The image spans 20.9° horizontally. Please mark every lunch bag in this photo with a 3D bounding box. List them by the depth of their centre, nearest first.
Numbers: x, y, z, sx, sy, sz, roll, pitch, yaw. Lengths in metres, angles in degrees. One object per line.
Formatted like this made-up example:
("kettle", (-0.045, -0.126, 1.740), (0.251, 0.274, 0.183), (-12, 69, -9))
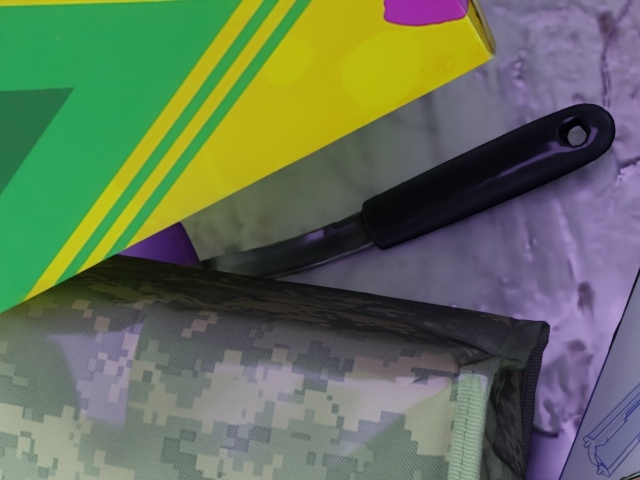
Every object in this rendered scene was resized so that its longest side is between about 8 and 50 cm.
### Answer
("lunch bag", (-0.040, 0.162, 0.719), (0.235, 0.169, 0.287), (8, 96, 15))

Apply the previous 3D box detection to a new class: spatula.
("spatula", (0.000, 0.000, 0.826), (0.296, 0.030, 0.084), (-22, 71, 6))

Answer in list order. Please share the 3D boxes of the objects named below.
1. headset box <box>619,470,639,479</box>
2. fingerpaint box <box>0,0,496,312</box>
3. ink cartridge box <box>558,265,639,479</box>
("headset box", (0.256, 0.163, 0.629), (0.218, 0.110, 0.293), (-13, 78, -18))
("fingerpaint box", (-0.182, -0.169, 0.735), (0.371, 0.163, 0.445), (-26, 42, 5))
("ink cartridge box", (0.152, 0.044, 0.727), (0.046, 0.097, 0.207), (22, 94, 19))
